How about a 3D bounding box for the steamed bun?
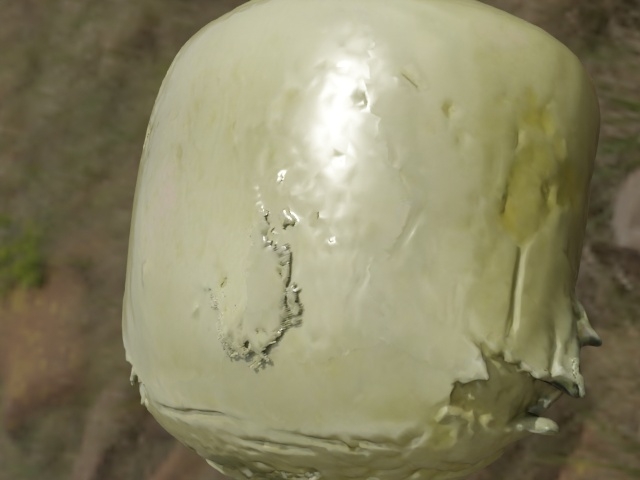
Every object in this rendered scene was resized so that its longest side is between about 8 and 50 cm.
[{"bbox_3d":[0.000,0.000,0.809,0.273,0.166,0.232,-4,65,58],"label":"steamed bun"}]
